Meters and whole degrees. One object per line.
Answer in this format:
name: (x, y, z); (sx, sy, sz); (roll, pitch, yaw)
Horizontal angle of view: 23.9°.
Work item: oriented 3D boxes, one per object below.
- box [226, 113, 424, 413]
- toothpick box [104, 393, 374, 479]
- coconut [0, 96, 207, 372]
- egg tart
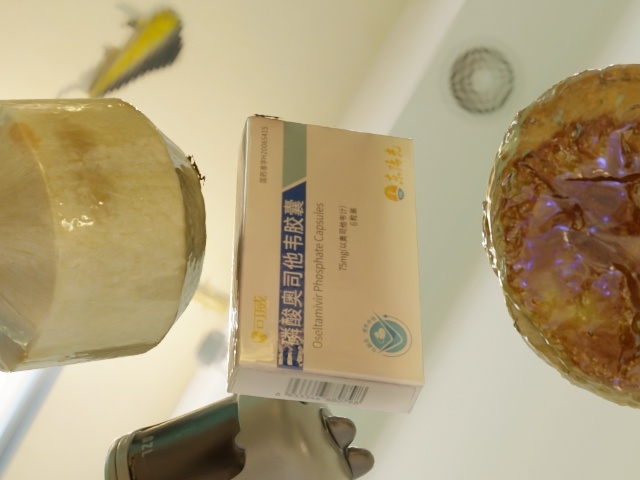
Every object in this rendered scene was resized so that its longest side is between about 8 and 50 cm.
box: (0.005, 0.019, 1.655); (0.065, 0.200, 0.343); (108, -14, -51)
toothpick box: (-0.092, 0.306, 1.956); (0.316, 0.229, 0.229); (-23, -159, 12)
coconut: (-0.288, -0.003, 1.629); (0.323, 0.323, 0.323); (-56, -168, 18)
egg tart: (0.399, -0.008, 1.753); (0.178, 0.443, 0.443); (-37, 169, -51)
